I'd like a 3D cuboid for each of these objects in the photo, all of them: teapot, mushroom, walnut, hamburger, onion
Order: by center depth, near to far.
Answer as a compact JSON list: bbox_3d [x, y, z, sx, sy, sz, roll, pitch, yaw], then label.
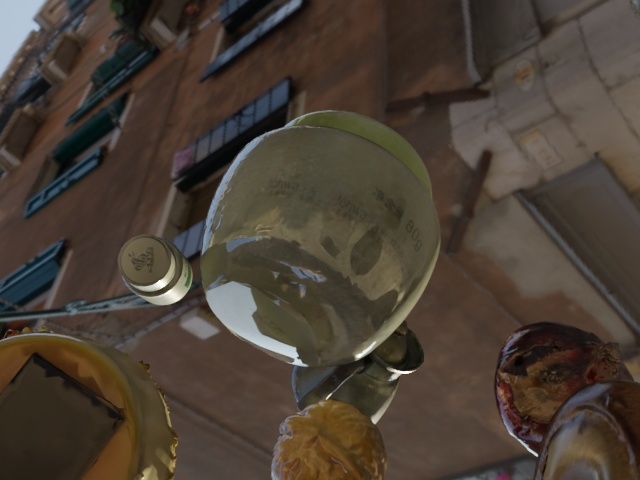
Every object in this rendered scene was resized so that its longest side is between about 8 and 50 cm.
[{"bbox_3d":[-0.303,0.234,0.824,0.294,0.179,0.276,29,-105,8],"label":"hamburger"},{"bbox_3d":[0.368,0.342,0.953,0.259,0.345,0.345,9,-128,-17],"label":"mushroom"},{"bbox_3d":[0.012,0.358,1.200,0.213,0.213,0.213,37,-142,-36],"label":"walnut"},{"bbox_3d":[0.422,0.238,1.238,0.272,0.195,0.272,11,-139,-10],"label":"onion"},{"bbox_3d":[0.065,0.256,1.582,0.305,0.285,0.223,13,-142,-39],"label":"teapot"}]

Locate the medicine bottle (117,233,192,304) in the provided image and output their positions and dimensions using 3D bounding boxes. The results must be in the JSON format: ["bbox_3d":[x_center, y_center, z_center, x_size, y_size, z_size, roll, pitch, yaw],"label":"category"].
[{"bbox_3d":[-0.213,0.037,0.961,0.130,0.080,0.080,99,150,-78],"label":"medicine bottle"}]

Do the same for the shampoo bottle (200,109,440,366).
[{"bbox_3d":[0.000,0.000,1.033,0.322,0.322,0.317,47,-137,-24],"label":"shampoo bottle"}]

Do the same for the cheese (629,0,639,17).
[{"bbox_3d":[0.269,-0.169,0.296,0.115,0.326,0.318,-39,-50,-26],"label":"cheese"}]
